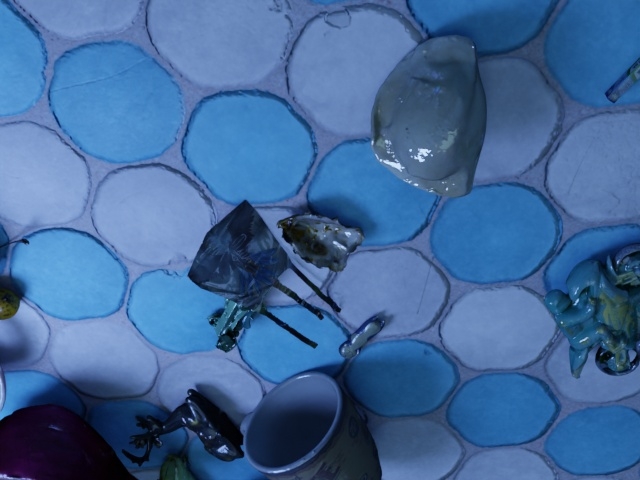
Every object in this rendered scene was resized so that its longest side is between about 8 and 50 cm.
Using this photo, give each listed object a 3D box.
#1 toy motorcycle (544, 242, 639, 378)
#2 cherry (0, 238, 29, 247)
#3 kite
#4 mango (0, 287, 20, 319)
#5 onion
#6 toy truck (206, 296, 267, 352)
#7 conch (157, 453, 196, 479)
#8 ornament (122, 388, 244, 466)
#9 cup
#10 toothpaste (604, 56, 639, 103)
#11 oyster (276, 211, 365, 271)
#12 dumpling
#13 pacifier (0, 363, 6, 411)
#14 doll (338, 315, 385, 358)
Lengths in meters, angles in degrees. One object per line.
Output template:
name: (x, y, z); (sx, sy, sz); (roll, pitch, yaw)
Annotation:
toy motorcycle: (0.506, 0.136, 1.430); (0.198, 0.109, 0.296); (-4, 123, 9)
cherry: (-0.637, 0.060, 1.425); (0.188, 0.148, 0.115); (-8, 83, 37)
kite: (-0.097, 0.084, 1.436); (0.310, 0.015, 0.169); (46, 75, -24)
mango: (-0.631, 0.122, 1.526); (0.114, 0.057, 0.079); (-2, 160, 27)
onion: (-0.501, 0.530, 1.631); (0.420, 0.398, 0.398); (-4, 126, -15)
toy truck: (-0.152, 0.136, 1.502); (0.078, 0.080, 0.154); (5, 129, -33)
conch: (-0.327, 0.551, 1.793); (0.105, 0.079, 0.170); (-9, 112, 8)
ornament: (-0.303, 0.432, 1.707); (0.236, 0.080, 0.202); (-29, 115, 19)
cup: (-0.026, 0.432, 1.624); (0.301, 0.227, 0.257); (-2, 135, 41)
toothpaste: (0.473, -0.249, 1.219); (0.017, 0.020, 0.083); (32, 121, -12)
oyster: (-0.005, -0.008, 1.398); (0.148, 0.051, 0.103); (29, 104, -16)
dumpling: (0.165, -0.190, 1.226); (0.179, 0.131, 0.252); (11, 116, 23)
pacifier: (-0.768, 0.295, 1.566); (0.332, 0.273, 0.220); (-34, 132, 25)
doll: (0.080, 0.188, 1.540); (0.037, 0.027, 0.125); (36, 120, -11)
